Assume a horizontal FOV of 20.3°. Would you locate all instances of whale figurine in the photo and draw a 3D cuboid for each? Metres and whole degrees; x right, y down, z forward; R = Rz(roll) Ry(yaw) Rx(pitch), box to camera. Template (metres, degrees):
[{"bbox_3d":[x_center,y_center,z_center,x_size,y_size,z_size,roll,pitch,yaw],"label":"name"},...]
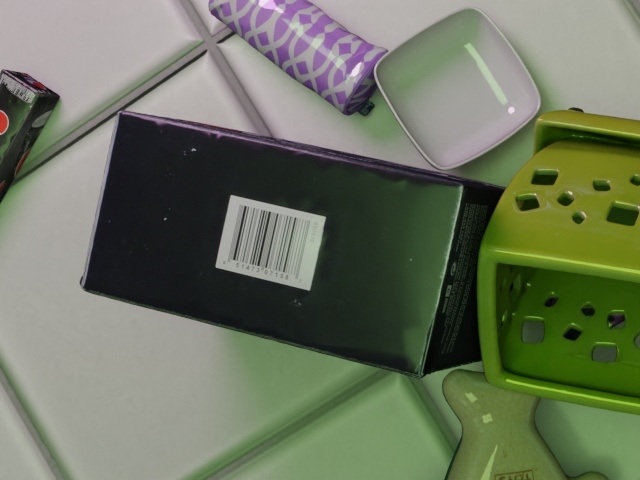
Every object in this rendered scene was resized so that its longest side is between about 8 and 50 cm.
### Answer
[{"bbox_3d":[0.180,0.255,1.783,0.216,0.141,0.272,-8,91,-7],"label":"whale figurine"}]

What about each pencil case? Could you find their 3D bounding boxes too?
[{"bbox_3d":[-0.018,-0.218,1.864,0.206,0.086,0.088,37,65,9],"label":"pencil case"}]

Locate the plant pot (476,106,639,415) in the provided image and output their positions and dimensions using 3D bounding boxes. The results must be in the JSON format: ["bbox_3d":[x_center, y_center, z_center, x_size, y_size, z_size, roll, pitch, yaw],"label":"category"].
[{"bbox_3d":[0.279,0.013,1.673,0.227,0.228,0.207,10,55,14],"label":"plant pot"}]

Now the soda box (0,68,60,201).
[{"bbox_3d":[-0.356,-0.102,1.960,0.053,0.060,0.169,33,99,13],"label":"soda box"}]

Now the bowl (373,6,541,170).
[{"bbox_3d":[0.138,-0.150,1.825,0.142,0.053,0.142,-32,83,-7],"label":"bowl"}]

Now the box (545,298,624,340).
[{"bbox_3d":[0.292,0.023,1.815,0.162,0.029,0.116,-33,83,11],"label":"box"}]

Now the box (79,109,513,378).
[{"bbox_3d":[0.000,0.000,1.730,0.343,0.312,0.179,13,93,18],"label":"box"}]
